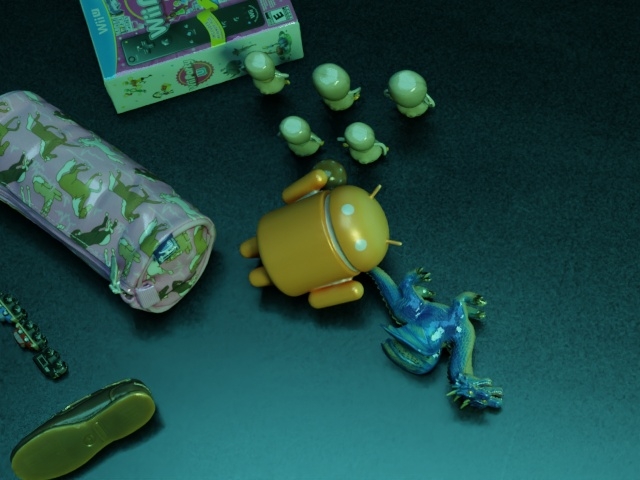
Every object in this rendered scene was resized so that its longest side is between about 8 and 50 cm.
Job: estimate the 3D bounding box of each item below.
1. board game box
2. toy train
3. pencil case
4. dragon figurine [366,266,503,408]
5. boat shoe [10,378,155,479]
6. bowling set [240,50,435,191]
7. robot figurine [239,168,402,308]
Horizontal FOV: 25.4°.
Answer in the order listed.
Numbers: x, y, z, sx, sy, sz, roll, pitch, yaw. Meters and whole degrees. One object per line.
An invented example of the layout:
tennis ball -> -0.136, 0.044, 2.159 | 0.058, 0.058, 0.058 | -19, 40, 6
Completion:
board game box -> -0.204, -0.349, 2.177 | 0.303, 0.097, 0.224 | -19, 64, -4
toy train -> -0.412, 0.134, 1.995 | 0.036, 0.027, 0.158 | -41, 68, -3
pencil case -> -0.334, -0.061, 2.014 | 0.386, 0.167, 0.160 | 36, 104, 20
dragon figurine -> 0.131, 0.123, 1.922 | 0.289, 0.085, 0.144 | 25, 68, 15
boat shoe -> -0.321, 0.253, 1.911 | 0.207, 0.073, 0.073 | -25, 27, -11
bowling set -> 0.010, -0.157, 2.059 | 0.287, 0.154, 0.199 | 12, 84, 9
robot figurine -> -0.001, -0.002, 1.949 | 0.219, 0.128, 0.158 | -20, 45, 21
